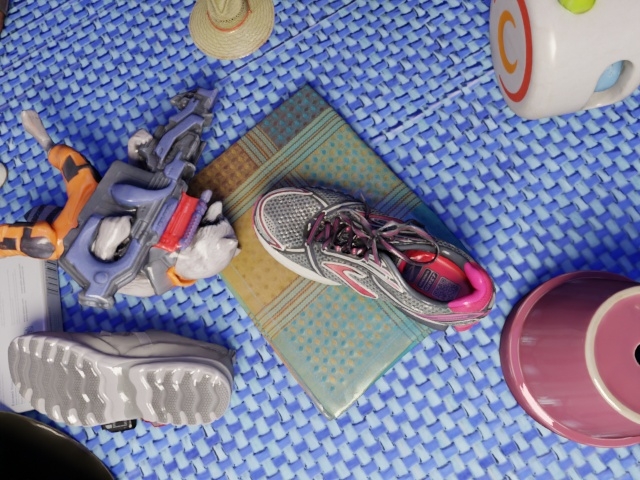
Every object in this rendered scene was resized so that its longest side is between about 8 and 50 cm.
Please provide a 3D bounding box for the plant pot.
[{"bbox_3d":[0.312,0.122,0.553,0.201,0.180,0.202,-1,78,5],"label":"plant pot"}]

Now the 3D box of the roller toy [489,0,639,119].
[{"bbox_3d":[0.302,-0.254,0.635,0.146,0.209,0.191,-11,115,4],"label":"roller toy"}]

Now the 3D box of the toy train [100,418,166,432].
[{"bbox_3d":[-0.205,0.219,0.665,0.158,0.027,0.036,-11,78,3],"label":"toy train"}]

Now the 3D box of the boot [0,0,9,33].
[{"bbox_3d":[-0.630,-0.289,0.813,0.264,0.096,0.281,13,86,1],"label":"boot"}]

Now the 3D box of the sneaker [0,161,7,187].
[{"bbox_3d":[-0.542,-0.053,0.732,0.064,0.086,0.192,40,84,13],"label":"sneaker"}]

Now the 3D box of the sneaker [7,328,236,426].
[{"bbox_3d":[-0.238,0.161,0.644,0.281,0.115,0.105,9,104,4],"label":"sneaker"}]

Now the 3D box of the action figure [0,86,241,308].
[{"bbox_3d":[-0.246,-0.053,0.668,0.330,0.179,0.341,20,54,8],"label":"action figure"}]

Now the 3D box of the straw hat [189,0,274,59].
[{"bbox_3d":[-0.139,-0.347,0.769,0.144,0.061,0.145,-1,77,5],"label":"straw hat"}]

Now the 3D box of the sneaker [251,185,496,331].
[{"bbox_3d":[0.058,0.005,0.602,0.299,0.112,0.121,21,80,13],"label":"sneaker"}]

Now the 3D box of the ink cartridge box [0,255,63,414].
[{"bbox_3d":[-0.460,0.131,0.702,0.223,0.045,0.223,-13,76,3],"label":"ink cartridge box"}]

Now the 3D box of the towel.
[{"bbox_3d":[0.000,0.000,0.689,0.271,0.040,0.370,-40,75,-3],"label":"towel"}]

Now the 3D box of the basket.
[{"bbox_3d":[-0.385,0.345,0.595,0.204,0.154,0.227,35,87,-9],"label":"basket"}]
